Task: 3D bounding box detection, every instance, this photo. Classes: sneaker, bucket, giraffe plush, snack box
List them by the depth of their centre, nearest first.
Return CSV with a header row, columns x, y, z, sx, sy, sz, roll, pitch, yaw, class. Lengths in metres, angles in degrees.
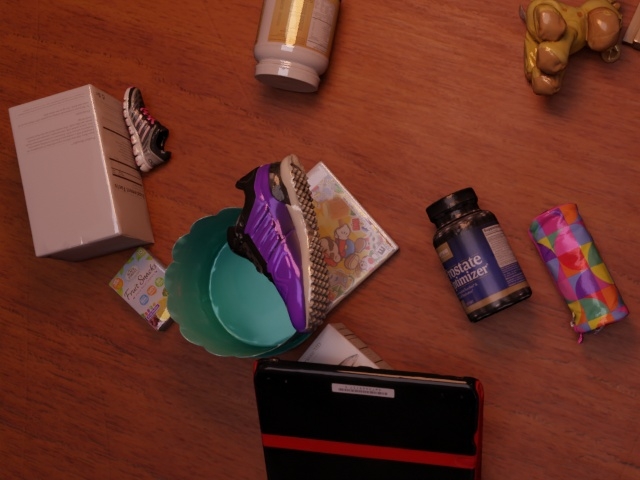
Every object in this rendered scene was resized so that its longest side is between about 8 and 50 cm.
x,y,z,sx,sy,sz,roll,pitch,yaw,class
-0.076,0.016,1.491,0.146,0.102,0.293,-13,77,14,sneaker
0.452,-0.366,1.601,0.170,0.181,0.210,-3,50,2,giraffe plush
-0.120,0.079,1.633,0.281,0.183,0.281,-1,85,14,bucket
-0.329,0.095,1.778,0.141,0.037,0.100,42,94,13,snack box
-0.338,-0.225,1.796,0.074,0.063,0.170,-14,87,11,sneaker

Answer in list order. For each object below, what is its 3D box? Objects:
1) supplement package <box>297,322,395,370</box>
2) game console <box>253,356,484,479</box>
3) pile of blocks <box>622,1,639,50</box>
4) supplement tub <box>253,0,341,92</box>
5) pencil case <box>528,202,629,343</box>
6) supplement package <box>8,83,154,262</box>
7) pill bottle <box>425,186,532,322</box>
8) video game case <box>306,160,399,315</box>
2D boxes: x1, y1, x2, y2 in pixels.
x,y,z,sx,sy,sz,roll,pitch,yaw,class
0.059,0.245,1.644,0.179,0.105,0.105,40,96,13,supplement package
0.082,0.351,1.565,0.386,0.060,0.342,3,119,12,game console
0.681,-0.463,1.565,0.362,0.112,0.149,-41,78,6,pile of blocks
-0.045,-0.390,1.703,0.144,0.144,0.200,11,88,13,supplement tub
0.445,0.053,1.581,0.104,0.104,0.236,-24,79,10,pencil case
-0.457,-0.121,1.754,0.177,0.175,0.293,-14,82,10,supplement package
0.273,0.023,1.607,0.122,0.123,0.219,-26,80,9,pill bottle
0.000,0.000,1.719,0.206,0.026,0.227,-43,78,6,video game case
